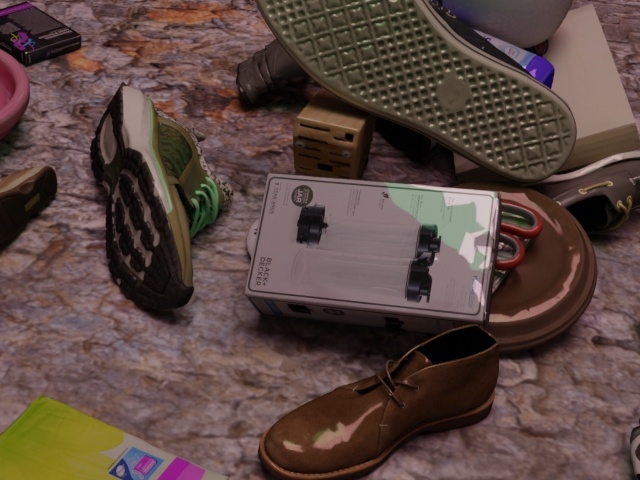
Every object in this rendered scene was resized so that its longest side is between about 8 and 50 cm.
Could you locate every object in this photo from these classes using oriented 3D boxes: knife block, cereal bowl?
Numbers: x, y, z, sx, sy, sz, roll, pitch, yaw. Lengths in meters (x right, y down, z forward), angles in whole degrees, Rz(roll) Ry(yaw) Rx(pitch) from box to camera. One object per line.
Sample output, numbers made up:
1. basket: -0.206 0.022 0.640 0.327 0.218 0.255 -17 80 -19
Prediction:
1. knife block: 0.033 -0.179 1.584 0.088 0.275 0.242 12 66 6
2. cereal bowl: 0.228 -0.398 1.789 0.339 0.141 0.339 24 10 -4

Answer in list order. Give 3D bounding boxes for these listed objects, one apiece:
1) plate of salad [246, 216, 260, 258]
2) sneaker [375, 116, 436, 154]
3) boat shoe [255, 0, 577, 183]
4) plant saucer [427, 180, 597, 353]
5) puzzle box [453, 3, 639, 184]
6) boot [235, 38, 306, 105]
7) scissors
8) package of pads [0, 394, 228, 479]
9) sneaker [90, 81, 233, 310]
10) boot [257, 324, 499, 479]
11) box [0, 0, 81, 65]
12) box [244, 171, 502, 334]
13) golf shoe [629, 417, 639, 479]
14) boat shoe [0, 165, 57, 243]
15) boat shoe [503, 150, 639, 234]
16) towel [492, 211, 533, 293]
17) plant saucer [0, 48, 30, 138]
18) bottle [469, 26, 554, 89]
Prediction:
1. plate of salad: 0.000 0.000 1.487 0.200 0.048 0.200 5 37 -4
2. sneaker: 0.151 -0.253 1.798 0.178 0.123 0.295 -24 44 -18
3. boat shoe: 0.122 -0.248 1.507 0.500 0.186 0.156 31 11 -7
4. plant saucer: 0.221 0.022 1.436 0.278 0.041 0.278 -3 52 3
5. puzzle box: 0.343 -0.235 1.770 0.272 0.052 0.409 -16 34 15
6. boot: -0.069 -0.324 1.846 0.161 0.083 0.246 -24 27 18
7. scissors: 0.134 -0.027 1.423 0.297 0.021 0.109 12 54 16
8. package of pads: -0.253 0.289 1.001 0.229 0.101 0.296 20 37 16
9. sneaker: -0.188 -0.064 1.477 0.182 0.158 0.410 11 37 -27
10. boot: 0.069 0.170 1.215 0.305 0.115 0.112 -18 48 -27
11. box: -0.505 -0.357 1.891 0.162 0.029 0.116 32 43 31
12. box: 0.068 0.019 1.342 0.290 0.087 0.169 4 70 13
13. golf shoe: 0.439 0.257 1.212 0.198 0.077 0.094 11 47 16
14. boat shoe: -0.426 -0.045 1.463 0.072 0.068 0.190 6 24 18
15. boat shoe: 0.387 -0.052 1.583 0.305 0.109 0.091 -12 52 -17
16. towel: 0.198 0.006 1.410 0.113 0.023 0.152 28 59 23
17. plant saucer: -0.596 -0.197 1.611 0.332 0.084 0.332 6 36 -4
18. bottle: 0.208 -0.269 1.672 0.283 0.092 0.118 28 66 18
